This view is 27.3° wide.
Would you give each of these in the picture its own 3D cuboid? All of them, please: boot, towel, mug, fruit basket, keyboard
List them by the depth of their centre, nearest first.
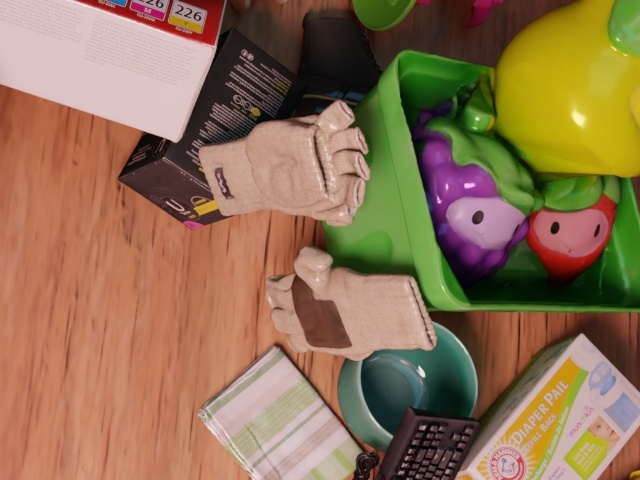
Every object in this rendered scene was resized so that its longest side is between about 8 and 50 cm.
[{"bbox_3d":[0.220,-0.074,1.263,0.392,0.392,0.283,-6,76,-20],"label":"fruit basket"},{"bbox_3d":[0.079,0.236,1.286,0.108,0.180,0.023,12,31,-16],"label":"keyboard"},{"bbox_3d":[-0.036,0.195,1.330,0.113,0.023,0.152,-40,89,-23],"label":"towel"},{"bbox_3d":[0.080,0.139,1.344,0.129,0.097,0.158,-6,76,-19],"label":"mug"},{"bbox_3d":[0.068,-0.177,1.451,0.198,0.077,0.137,11,66,-16],"label":"boot"}]

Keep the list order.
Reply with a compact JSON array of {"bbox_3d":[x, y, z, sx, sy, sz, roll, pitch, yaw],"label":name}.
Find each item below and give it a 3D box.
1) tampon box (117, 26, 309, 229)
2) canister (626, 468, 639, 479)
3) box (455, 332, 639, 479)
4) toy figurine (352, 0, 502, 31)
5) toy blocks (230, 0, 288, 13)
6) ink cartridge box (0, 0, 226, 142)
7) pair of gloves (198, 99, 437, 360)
[{"bbox_3d":[-0.108,-0.109,1.334,0.101,0.120,0.161,35,67,-21],"label":"tampon box"},{"bbox_3d":[0.312,0.325,1.379,0.170,0.073,0.126,-23,82,-21],"label":"canister"},{"bbox_3d":[0.227,0.211,1.368,0.114,0.103,0.203,45,66,-1],"label":"box"},{"bbox_3d":[0.125,-0.295,1.492,0.159,0.130,0.173,7,26,-35],"label":"toy figurine"},{"bbox_3d":[-0.043,-0.325,1.466,0.148,0.054,0.123,-21,81,-23],"label":"toy blocks"},{"bbox_3d":[-0.243,-0.269,1.246,0.309,0.130,0.272,17,45,-12],"label":"ink cartridge box"},{"bbox_3d":[0.000,0.000,1.198,0.042,0.204,0.240,-31,101,-38],"label":"pair of gloves"}]
